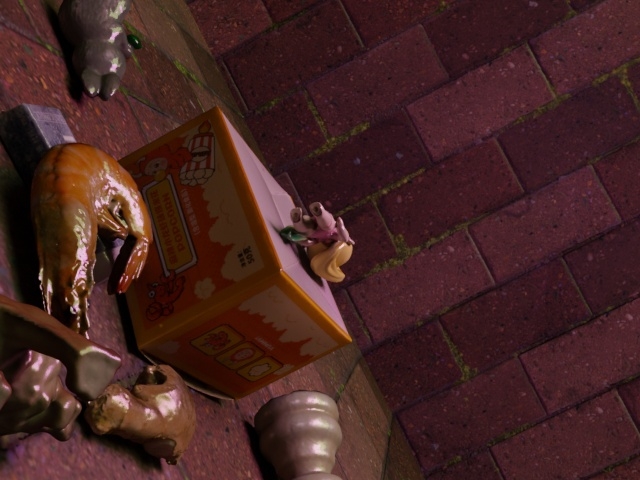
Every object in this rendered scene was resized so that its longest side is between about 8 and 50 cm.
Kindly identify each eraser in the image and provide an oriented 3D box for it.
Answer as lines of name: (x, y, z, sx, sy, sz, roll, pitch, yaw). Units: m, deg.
eraser: (-0.286, -0.053, 0.844, 0.213, 0.046, 0.092, 62, 7, -4)

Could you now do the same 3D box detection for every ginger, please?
ginger: (-0.174, 0.164, 0.745, 0.165, 0.067, 0.096, 54, 32, -55)

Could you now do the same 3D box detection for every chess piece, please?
chess piece: (-0.015, 0.351, 1.059, 0.133, 0.133, 0.243, 57, 13, -46)

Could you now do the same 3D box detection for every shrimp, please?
shrimp: (-0.237, 0.005, 0.754, 0.150, 0.068, 0.249, 33, 43, -37)

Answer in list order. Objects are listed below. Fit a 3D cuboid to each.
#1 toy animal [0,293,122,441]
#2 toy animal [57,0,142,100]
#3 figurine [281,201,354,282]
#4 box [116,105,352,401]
toy animal: (-0.249, 0.046, 0.460, 0.312, 0.157, 0.097, 51, 54, -34)
toy animal: (-0.357, -0.296, 1.166, 0.108, 0.138, 0.236, 130, -32, -55)
figurine: (0.000, 0.000, 0.955, 0.187, 0.083, 0.083, 61, 4, -70)
box: (-0.133, 0.028, 1.006, 0.259, 0.213, 0.284, 48, 14, -56)
